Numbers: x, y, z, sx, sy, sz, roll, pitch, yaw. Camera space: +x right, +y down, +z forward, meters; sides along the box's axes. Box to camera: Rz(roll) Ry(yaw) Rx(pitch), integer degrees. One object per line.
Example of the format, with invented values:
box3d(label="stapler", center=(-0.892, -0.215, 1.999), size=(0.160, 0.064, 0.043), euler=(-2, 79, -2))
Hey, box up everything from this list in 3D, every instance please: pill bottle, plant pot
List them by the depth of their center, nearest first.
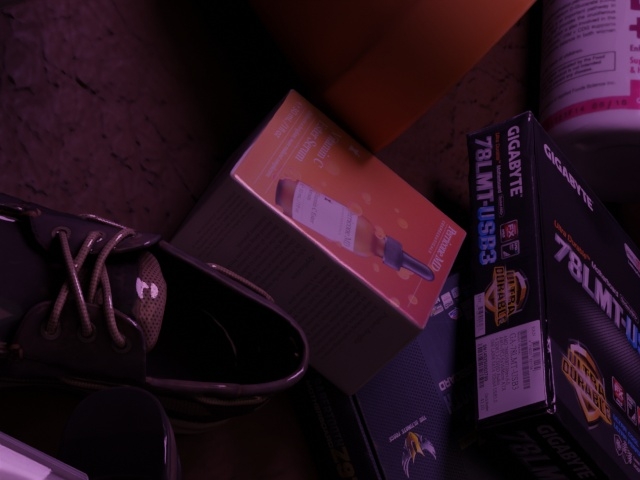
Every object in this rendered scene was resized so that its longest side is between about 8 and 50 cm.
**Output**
box3d(label="plant pot", center=(0.052, -0.230, 1.305), size=(0.203, 0.291, 0.291), euler=(42, 46, -7))
box3d(label="pill bottle", center=(0.287, -0.193, 1.628), size=(0.160, 0.160, 0.283), euler=(27, 58, -41))

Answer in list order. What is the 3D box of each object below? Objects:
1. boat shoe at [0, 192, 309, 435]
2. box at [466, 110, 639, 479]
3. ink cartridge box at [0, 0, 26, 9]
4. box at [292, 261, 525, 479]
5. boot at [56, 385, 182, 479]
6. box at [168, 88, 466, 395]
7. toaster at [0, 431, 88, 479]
box3d(label="boat shoe", center=(-0.147, 0.031, 1.078), size=(0.355, 0.130, 0.132), euler=(18, 64, -44))
box3d(label="box", center=(0.219, 0.091, 1.454), size=(0.295, 0.073, 0.293), euler=(46, 37, -42))
box3d(label="ink cartridge box", center=(-0.192, -0.301, 1.045), size=(0.198, 0.197, 0.270), euler=(-4, 78, -79))
box3d(label="box", center=(0.085, 0.133, 1.362), size=(0.233, 0.059, 0.183), euler=(-24, 96, -50))
box3d(label="boot", center=(-0.100, 0.236, 1.036), size=(0.229, 0.091, 0.263), euler=(73, 23, -52))
box3d(label="box", center=(0.000, 0.000, 1.235), size=(0.170, 0.091, 0.130), euler=(38, 37, -7))
box3d(label="toaster", center=(-0.214, 0.182, 0.904), size=(0.110, 0.186, 0.168), euler=(27, 55, -21))
